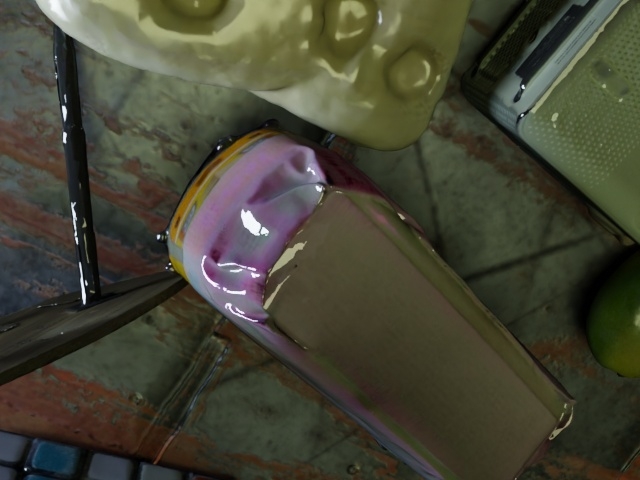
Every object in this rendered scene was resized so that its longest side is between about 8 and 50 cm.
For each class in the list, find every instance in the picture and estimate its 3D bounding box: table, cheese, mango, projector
[{"bbox_3d":[-0.316,-0.023,0.622,0.317,0.317,0.249,-17,99,0],"label":"table"},{"bbox_3d":[-0.024,-0.269,0.598,0.351,0.129,0.328,18,110,-14],"label":"cheese"},{"bbox_3d":[0.352,0.060,0.786,0.122,0.085,0.191,42,102,-15],"label":"mango"},{"bbox_3d":[0.263,-0.104,0.667,0.242,0.177,0.163,37,104,-18],"label":"projector"}]

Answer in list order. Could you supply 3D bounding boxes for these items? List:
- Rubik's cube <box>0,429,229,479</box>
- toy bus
[{"bbox_3d":[-0.249,0.395,0.737,0.292,0.287,0.293,16,109,-13],"label":"Rubik's cube"},{"bbox_3d":[0.054,0.068,0.663,0.386,0.162,0.171,43,79,-29],"label":"toy bus"}]
